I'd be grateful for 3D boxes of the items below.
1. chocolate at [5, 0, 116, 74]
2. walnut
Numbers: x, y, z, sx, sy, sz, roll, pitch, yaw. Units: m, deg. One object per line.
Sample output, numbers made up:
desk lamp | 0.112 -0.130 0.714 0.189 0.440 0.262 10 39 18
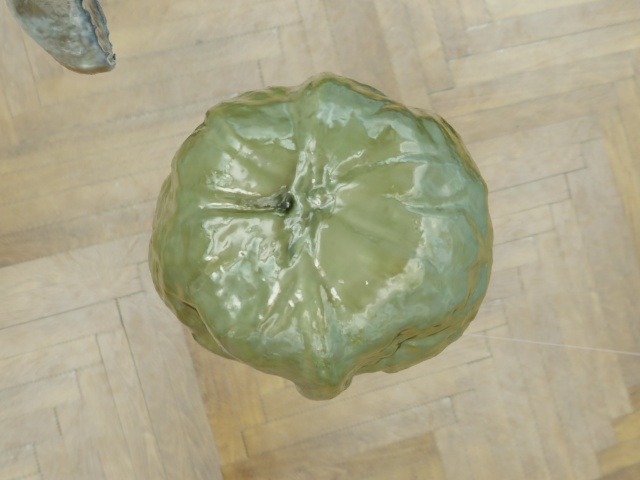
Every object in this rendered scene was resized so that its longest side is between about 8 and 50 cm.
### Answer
chocolate | -0.347 -0.332 1.200 0.100 0.303 0.185 -24 137 1
walnut | -0.002 0.000 0.798 0.282 0.277 0.253 -23 73 -10
